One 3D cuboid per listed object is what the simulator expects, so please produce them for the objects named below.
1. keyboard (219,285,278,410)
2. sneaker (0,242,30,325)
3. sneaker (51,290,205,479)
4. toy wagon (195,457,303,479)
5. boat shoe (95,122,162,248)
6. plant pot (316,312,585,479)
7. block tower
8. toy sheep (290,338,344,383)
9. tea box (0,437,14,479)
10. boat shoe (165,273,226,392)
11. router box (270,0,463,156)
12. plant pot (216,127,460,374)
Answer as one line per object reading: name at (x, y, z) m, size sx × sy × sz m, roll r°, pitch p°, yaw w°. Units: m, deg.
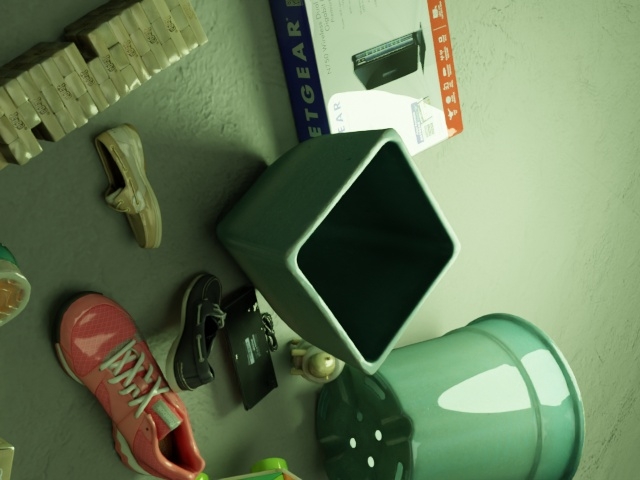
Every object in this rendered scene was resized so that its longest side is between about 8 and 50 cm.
keyboard at (-0.105, 0.160, 1.403) m, size 0.108 × 0.023 × 0.180 m, roll -36°, pitch 123°, yaw -46°
sneaker at (-0.479, 0.077, 0.992) m, size 0.302 × 0.121 × 0.108 m, roll -23°, pitch 138°, yaw -28°
sneaker at (-0.236, 0.198, 1.214) m, size 0.116 × 0.136 × 0.313 m, roll -41°, pitch 123°, yaw -30°
toy wagon at (-0.144, 0.451, 1.278) m, size 0.344 × 0.267 × 0.068 m, roll -7°, pitch 144°, yaw -12°
boat shoe at (-0.255, -0.065, 1.199) m, size 0.059 × 0.063 × 0.170 m, roll -22°, pitch 103°, yaw -36°
plant pot at (0.195, 0.306, 1.531) m, size 0.334 × 0.341 × 0.341 m, roll -3°, pitch 101°, yaw -34°
block tower at (-0.286, -0.212, 1.117) m, size 0.335 × 0.091 × 0.097 m, roll -43°, pitch 125°, yaw -28°
toy sheep at (-0.004, 0.184, 1.452) m, size 0.091 × 0.132 × 0.091 m, roll 0°, pitch 104°, yaw -1°
tea box at (-0.520, 0.344, 0.922) m, size 0.324 × 0.220 × 0.329 m, roll 7°, pitch 94°, yaw -43°
boat shoe at (-0.156, 0.123, 1.264) m, size 0.206 × 0.065 × 0.075 m, roll -79°, pitch 152°, yaw -49°
router box at (0.082, -0.285, 1.448) m, size 0.301 × 0.082 × 0.335 m, roll -29°, pitch 117°, yaw -36°
plant pot at (0.000, 0.000, 1.313) m, size 0.248 × 0.252 × 0.247 m, roll -51°, pitch 127°, yaw -23°
